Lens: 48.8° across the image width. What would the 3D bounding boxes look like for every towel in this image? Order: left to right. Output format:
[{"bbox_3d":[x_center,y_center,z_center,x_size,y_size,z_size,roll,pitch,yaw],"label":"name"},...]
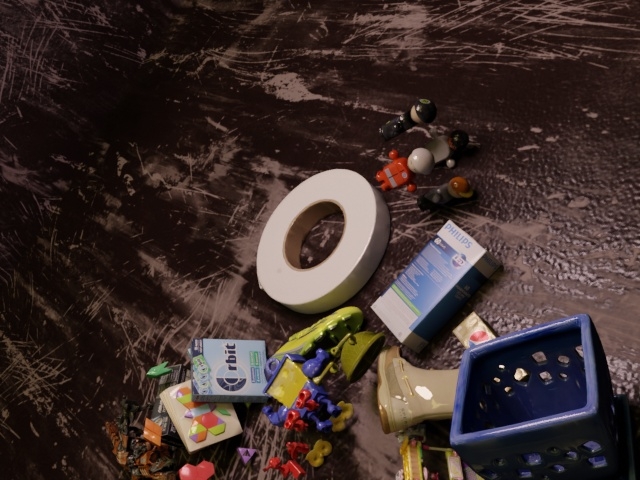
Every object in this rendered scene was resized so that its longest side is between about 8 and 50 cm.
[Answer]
[{"bbox_3d":[0.286,0.429,1.300,0.083,0.009,0.060,-33,46,24],"label":"towel"}]

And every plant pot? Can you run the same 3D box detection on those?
[{"bbox_3d":[0.368,0.289,1.131,0.236,0.212,0.236,-25,21,30],"label":"plant pot"}]

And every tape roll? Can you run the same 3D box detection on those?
[{"bbox_3d":[0.000,0.000,1.808,0.392,0.072,0.392,-23,50,31],"label":"tape roll"}]

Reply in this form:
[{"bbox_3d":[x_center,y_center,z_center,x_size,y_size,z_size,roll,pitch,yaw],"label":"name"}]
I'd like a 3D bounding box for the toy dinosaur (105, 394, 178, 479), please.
[{"bbox_3d":[-0.483,0.531,1.857,0.322,0.164,0.218,10,87,24],"label":"toy dinosaur"}]

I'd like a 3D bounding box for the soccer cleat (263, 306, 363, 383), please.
[{"bbox_3d":[-0.025,0.236,1.659,0.289,0.093,0.121,-42,36,13],"label":"soccer cleat"}]

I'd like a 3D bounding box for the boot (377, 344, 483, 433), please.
[{"bbox_3d":[0.217,0.278,1.394,0.203,0.095,0.262,-10,16,9],"label":"boot"}]

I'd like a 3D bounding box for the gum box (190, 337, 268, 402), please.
[{"bbox_3d":[-0.224,0.318,1.729,0.041,0.184,0.157,113,155,-46],"label":"gum box"}]

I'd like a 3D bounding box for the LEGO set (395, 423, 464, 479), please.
[{"bbox_3d":[0.198,0.480,1.300,0.132,0.107,0.287,112,164,-63],"label":"LEGO set"}]

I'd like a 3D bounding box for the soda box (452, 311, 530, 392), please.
[{"bbox_3d":[0.335,0.223,1.356,0.061,0.058,0.181,-45,41,10],"label":"soda box"}]

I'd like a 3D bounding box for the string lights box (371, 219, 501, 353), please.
[{"bbox_3d":[0.244,0.098,1.510,0.260,0.076,0.133,-48,42,7],"label":"string lights box"}]

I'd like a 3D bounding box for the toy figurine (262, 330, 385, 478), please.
[{"bbox_3d":[-0.047,0.295,1.512,0.217,0.191,0.363,35,99,39],"label":"toy figurine"}]

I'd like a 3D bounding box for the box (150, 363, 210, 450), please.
[{"bbox_3d":[-0.341,0.425,1.784,0.077,0.147,0.180,-17,54,35],"label":"box"}]

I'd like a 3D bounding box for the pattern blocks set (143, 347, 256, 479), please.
[{"bbox_3d":[-0.283,0.410,1.687,0.285,0.026,0.325,-30,67,-30],"label":"pattern blocks set"}]

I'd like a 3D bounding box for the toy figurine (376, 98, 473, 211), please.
[{"bbox_3d":[0.244,-0.190,1.602,0.148,0.209,0.213,-26,47,44],"label":"toy figurine"}]
